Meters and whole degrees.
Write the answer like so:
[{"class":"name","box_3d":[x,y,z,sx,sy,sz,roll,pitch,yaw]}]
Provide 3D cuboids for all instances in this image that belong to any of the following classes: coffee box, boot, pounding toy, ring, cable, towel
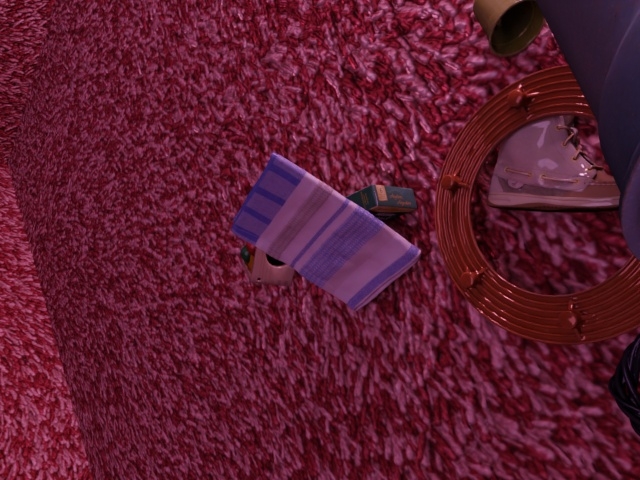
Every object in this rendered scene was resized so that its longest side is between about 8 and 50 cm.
[{"class":"coffee box","box_3d":[0.059,-0.044,0.860,0.184,0.113,0.040,-22,74,41]},{"class":"boot","box_3d":[0.319,-0.119,0.634,0.213,0.077,0.165,5,92,45]},{"class":"pounding toy","box_3d":[-0.089,-0.022,0.968,0.181,0.094,0.206,-137,57,-67]},{"class":"ring","box_3d":[0.270,-0.043,0.605,0.336,0.032,0.336,-4,85,49]},{"class":"cable","box_3d":[0.417,0.158,0.555,0.184,0.047,0.150,-8,80,48]},{"class":"towel","box_3d":[0.000,0.000,0.832,0.285,0.034,0.209,34,137,-8]}]

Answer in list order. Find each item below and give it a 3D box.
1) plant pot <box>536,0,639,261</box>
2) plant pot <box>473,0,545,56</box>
[{"class":"plant pot","box_3d":[0.331,-0.199,0.372,0.341,0.341,0.334,-41,40,37]},{"class":"plant pot","box_3d":[0.253,-0.314,0.697,0.083,0.083,0.079,-50,45,33]}]
